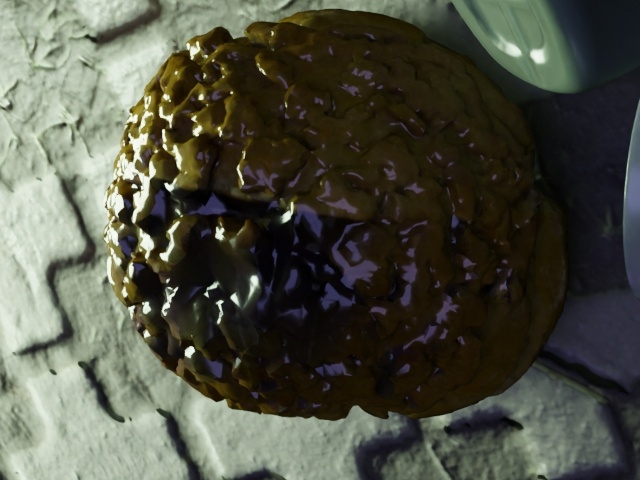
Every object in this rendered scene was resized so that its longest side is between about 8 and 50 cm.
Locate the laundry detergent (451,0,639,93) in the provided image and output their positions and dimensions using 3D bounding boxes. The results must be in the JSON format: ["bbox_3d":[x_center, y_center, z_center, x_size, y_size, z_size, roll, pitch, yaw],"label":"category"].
[{"bbox_3d":[0.212,-0.288,0.858,0.264,0.398,0.124,57,167,-25],"label":"laundry detergent"}]

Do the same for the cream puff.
[{"bbox_3d":[0.000,0.000,1.172,0.343,0.231,0.327,48,122,4],"label":"cream puff"}]

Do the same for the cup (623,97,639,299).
[{"bbox_3d":[0.316,-0.026,1.048,0.202,0.221,0.167,7,79,24],"label":"cup"}]
